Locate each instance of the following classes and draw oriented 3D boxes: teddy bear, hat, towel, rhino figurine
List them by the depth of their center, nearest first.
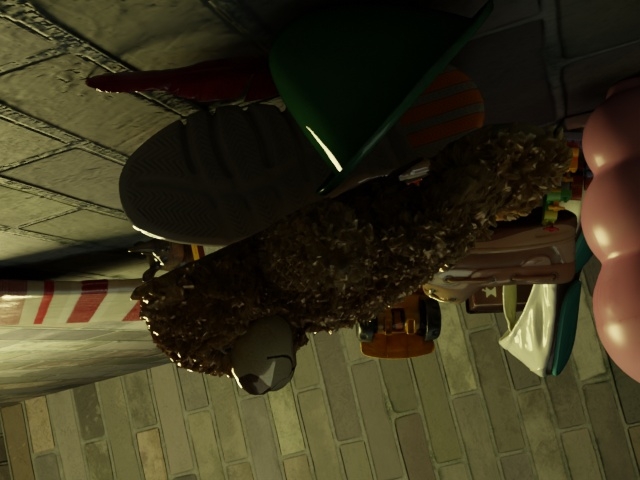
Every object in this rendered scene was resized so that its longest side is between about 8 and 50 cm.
[{"bbox_3d":[-0.014,-0.147,0.687,0.208,0.183,0.173,-50,-177,-26],"label":"hat"},{"bbox_3d":[0.036,0.015,0.741,0.338,0.113,0.245,-25,178,-19],"label":"teddy bear"},{"bbox_3d":[-0.150,0.015,1.296,0.106,0.073,0.243,-24,164,39],"label":"rhino figurine"},{"bbox_3d":[-0.315,0.081,1.412,0.329,0.037,0.237,0,167,-19],"label":"towel"}]

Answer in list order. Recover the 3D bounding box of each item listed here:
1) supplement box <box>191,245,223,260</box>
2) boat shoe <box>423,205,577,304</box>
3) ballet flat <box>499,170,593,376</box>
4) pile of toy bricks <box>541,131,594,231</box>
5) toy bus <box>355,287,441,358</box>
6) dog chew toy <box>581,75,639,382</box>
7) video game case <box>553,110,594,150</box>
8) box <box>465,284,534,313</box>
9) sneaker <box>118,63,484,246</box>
[{"bbox_3d":[-0.026,-0.006,1.163,0.191,0.129,0.194,-8,170,-29],"label":"supplement box"},{"bbox_3d":[0.177,0.033,1.330,0.341,0.110,0.121,-7,-162,-2],"label":"boat shoe"},{"bbox_3d":[0.352,0.032,1.535,0.139,0.400,0.139,5,-149,-3],"label":"ballet flat"},{"bbox_3d":[0.290,-0.064,1.255,0.118,0.105,0.212,4,172,10],"label":"pile of toy bricks"},{"bbox_3d":[0.135,0.077,1.826,0.149,0.220,0.211,-1,-159,-2],"label":"toy bus"},{"bbox_3d":[0.371,-0.012,1.057,0.206,0.332,0.206,-14,171,-2],"label":"dog chew toy"},{"bbox_3d":[0.370,-0.145,1.243,0.157,0.019,0.143,-13,171,2],"label":"video game case"},{"bbox_3d":[0.338,0.038,1.751,0.167,0.168,0.203,-3,172,4],"label":"box"},{"bbox_3d":[-0.013,-0.055,0.904,0.321,0.124,0.180,-13,170,-4],"label":"sneaker"}]
